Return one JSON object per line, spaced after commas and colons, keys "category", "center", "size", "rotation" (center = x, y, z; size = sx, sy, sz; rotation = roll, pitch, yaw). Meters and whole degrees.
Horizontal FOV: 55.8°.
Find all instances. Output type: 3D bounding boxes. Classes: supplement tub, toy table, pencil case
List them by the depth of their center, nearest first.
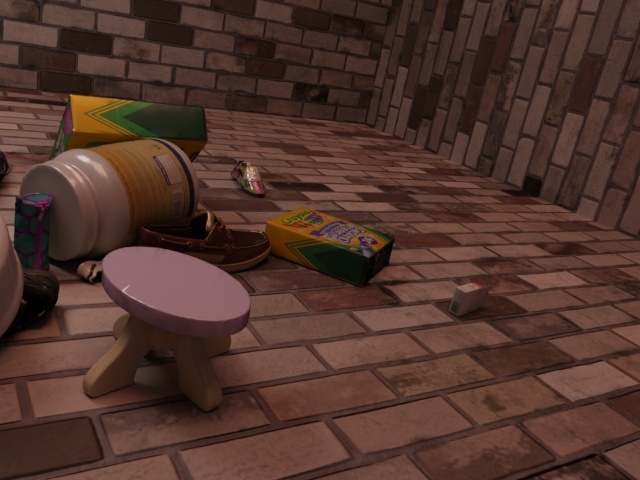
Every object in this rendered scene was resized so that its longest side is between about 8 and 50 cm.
{"category": "toy table", "center": [-0.230, 0.130, 0.914], "size": [0.252, 0.161, 0.274], "rotation": [-5, 25, -37]}
{"category": "pencil case", "center": [-0.541, -0.011, 1.136], "size": [0.070, 0.151, 0.064], "rotation": [23, 21, 40]}
{"category": "supplement tub", "center": [-0.440, -0.091, 1.290], "size": [0.228, 0.228, 0.316], "rotation": [21, 24, 24]}

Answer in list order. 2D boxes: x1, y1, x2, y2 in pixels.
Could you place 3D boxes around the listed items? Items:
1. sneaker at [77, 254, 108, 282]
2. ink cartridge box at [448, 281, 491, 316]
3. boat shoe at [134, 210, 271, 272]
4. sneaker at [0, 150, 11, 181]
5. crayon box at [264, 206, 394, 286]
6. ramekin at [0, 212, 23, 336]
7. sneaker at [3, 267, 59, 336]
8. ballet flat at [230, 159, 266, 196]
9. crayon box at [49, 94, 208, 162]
{"category": "sneaker", "center": [-0.425, 0.057, 1.196], "size": [0.044, 0.040, 0.109], "rotation": [37, 31, 18]}
{"category": "ink cartridge box", "center": [0.341, 0.130, 1.376], "size": [0.029, 0.063, 0.115], "rotation": [30, 26, 37]}
{"category": "boat shoe", "center": [-0.246, -0.005, 1.325], "size": [0.342, 0.123, 0.123], "rotation": [-6, 26, -40]}
{"category": "sneaker", "center": [-0.833, -0.180, 1.506], "size": [0.112, 0.121, 0.299], "rotation": [35, 10, -39]}
{"category": "crayon box", "center": [0.000, 0.000, 1.514], "size": [0.323, 0.083, 0.203], "rotation": [18, 20, 19]}
{"category": "ramekin", "center": [-0.561, 0.035, 0.826], "size": [0.277, 0.135, 0.277], "rotation": [12, 54, -17]}
{"category": "sneaker", "center": [-0.539, 0.089, 0.958], "size": [0.227, 0.087, 0.130], "rotation": [9, 13, -24]}
{"category": "ballet flat", "center": [-0.235, -0.212, 1.968], "size": [0.077, 0.079, 0.221], "rotation": [2, 22, -28]}
{"category": "crayon box", "center": [-0.500, -0.231, 1.545], "size": [0.313, 0.106, 0.363], "rotation": [0, -17, -31]}
